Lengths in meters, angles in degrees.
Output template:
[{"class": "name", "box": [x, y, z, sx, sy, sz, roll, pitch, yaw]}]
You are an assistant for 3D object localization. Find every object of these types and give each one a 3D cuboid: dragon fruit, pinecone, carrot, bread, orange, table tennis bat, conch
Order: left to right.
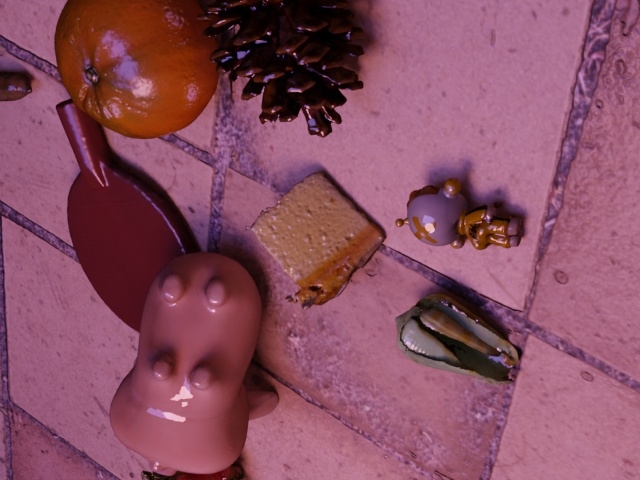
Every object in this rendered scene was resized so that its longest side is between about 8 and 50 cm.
[{"class": "carrot", "box": [-0.577, -0.248, 2.063, 0.342, 0.070, 0.070, 5, 118, 34]}, {"class": "table tennis bat", "box": [-0.308, -0.026, 1.969, 0.268, 0.051, 0.414, -3, 114, 42]}, {"class": "orange", "box": [-0.248, -0.244, 1.683, 0.240, 0.171, 0.240, 24, 130, 32]}, {"class": "dragon fruit", "box": [-0.215, 0.377, 2.026, 0.135, 0.236, 0.137, -44, 49, 16]}, {"class": "pinecone", "box": [-0.033, -0.224, 1.502, 0.212, 0.168, 0.185, 49, -178, -13]}, {"class": "bread", "box": [0.000, 0.000, 1.695, 0.152, 0.127, 0.147, -42, 81, 14]}, {"class": "conch", "box": [0.174, 0.122, 1.610, 0.170, 0.079, 0.106, 20, 135, 13]}]

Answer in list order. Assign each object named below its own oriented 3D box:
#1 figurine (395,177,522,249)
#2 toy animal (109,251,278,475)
[{"class": "figurine", "box": [0.169, -0.019, 1.531, 0.143, 0.068, 0.101, 28, 141, 4]}, {"class": "toy animal", "box": [-0.187, 0.180, 1.851, 0.237, 0.269, 0.326, 15, 83, 10]}]
